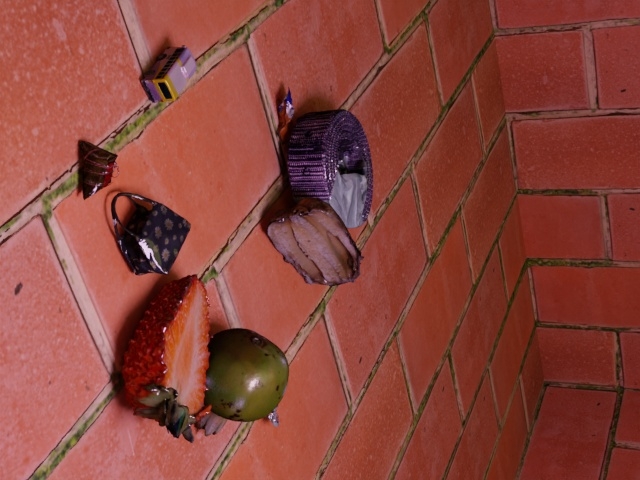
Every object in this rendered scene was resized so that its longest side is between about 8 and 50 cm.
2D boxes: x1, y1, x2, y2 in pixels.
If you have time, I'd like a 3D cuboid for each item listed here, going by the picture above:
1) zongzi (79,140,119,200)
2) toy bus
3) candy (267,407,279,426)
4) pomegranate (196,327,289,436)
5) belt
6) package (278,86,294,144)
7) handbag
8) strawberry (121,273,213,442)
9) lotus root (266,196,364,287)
[{"bbox_3d":[-0.335,-0.103,1.426,0.073,0.067,0.083,-19,127,-74],"label":"zongzi"},{"bbox_3d":[-0.250,-0.280,1.566,0.102,0.058,0.052,-65,145,-39],"label":"toy bus"},{"bbox_3d":[-0.108,0.295,1.896,0.045,0.043,0.175,-17,103,-61],"label":"candy"},{"bbox_3d":[-0.154,0.262,1.680,0.210,0.180,0.180,-62,157,12],"label":"pomegranate"},{"bbox_3d":[0.030,-0.155,2.062,0.325,0.122,0.260,16,74,-69],"label":"belt"},{"bbox_3d":[-0.071,-0.261,1.963,0.077,0.033,0.111,-89,-179,-52],"label":"package"},{"bbox_3d":[-0.289,-0.023,1.502,0.139,0.072,0.115,51,47,-35],"label":"handbag"},{"bbox_3d":[-0.254,0.194,1.536,0.188,0.106,0.286,63,25,-51],"label":"strawberry"},{"bbox_3d":[0.000,0.000,1.991,0.329,0.167,0.078,61,24,-57],"label":"lotus root"}]
